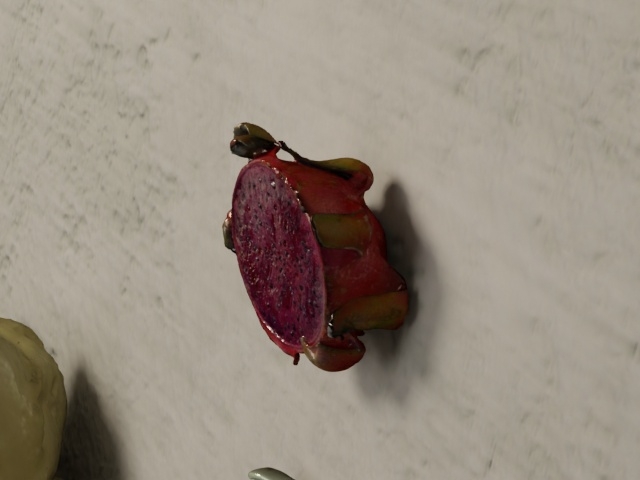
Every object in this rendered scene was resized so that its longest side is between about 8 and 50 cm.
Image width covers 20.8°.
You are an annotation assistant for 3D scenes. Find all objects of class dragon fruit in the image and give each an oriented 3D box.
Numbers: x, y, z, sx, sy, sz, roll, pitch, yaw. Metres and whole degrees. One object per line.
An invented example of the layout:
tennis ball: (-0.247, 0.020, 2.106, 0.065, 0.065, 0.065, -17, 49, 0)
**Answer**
dragon fruit: (0.001, 0.005, 0.927, 0.126, 0.068, 0.112, 55, 146, 32)

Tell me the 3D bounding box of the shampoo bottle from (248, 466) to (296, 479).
shampoo bottle: (-0.039, 0.203, 0.997, 0.077, 0.045, 0.152, -168, 80, -64)

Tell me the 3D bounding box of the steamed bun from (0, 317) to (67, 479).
steamed bun: (-0.300, 0.211, 1.301, 0.325, 0.230, 0.372, -62, 14, -21)
